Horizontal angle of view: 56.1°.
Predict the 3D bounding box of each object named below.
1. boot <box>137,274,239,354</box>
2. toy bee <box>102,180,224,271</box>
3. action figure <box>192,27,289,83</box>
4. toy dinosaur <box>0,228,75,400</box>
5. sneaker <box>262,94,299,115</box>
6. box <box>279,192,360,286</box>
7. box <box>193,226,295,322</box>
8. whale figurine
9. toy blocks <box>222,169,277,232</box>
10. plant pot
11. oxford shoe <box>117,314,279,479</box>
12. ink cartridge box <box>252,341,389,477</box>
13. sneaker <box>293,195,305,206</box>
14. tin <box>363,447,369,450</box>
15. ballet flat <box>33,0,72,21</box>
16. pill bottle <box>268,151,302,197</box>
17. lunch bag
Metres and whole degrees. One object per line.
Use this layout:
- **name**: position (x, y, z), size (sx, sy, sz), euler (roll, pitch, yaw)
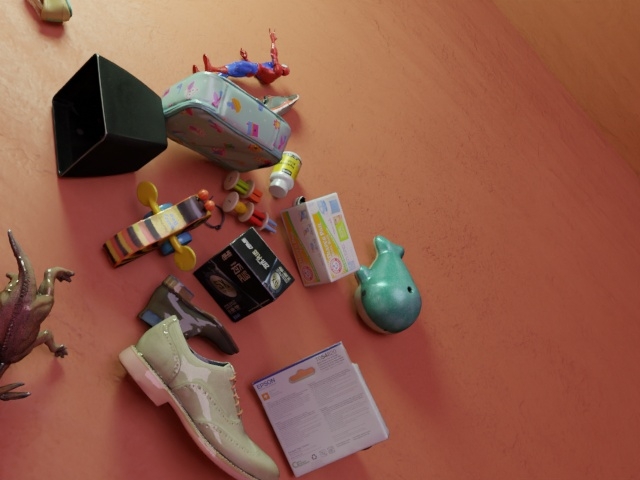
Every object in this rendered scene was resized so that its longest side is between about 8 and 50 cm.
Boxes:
- **boot**: position (-0.271, 0.184, 1.237), size (0.219, 0.082, 0.106), euler (48, 68, -12)
- **toy bee**: position (-0.302, -0.053, 1.253), size (0.195, 0.162, 0.298), euler (43, 49, -12)
- **action figure**: position (-0.201, -0.485, 1.585), size (0.280, 0.091, 0.139), euler (-8, 83, -40)
- **toy dinosaur**: position (-0.496, 0.144, 0.968), size (0.127, 0.296, 0.200), euler (15, 17, -5)
- **sneaker**: position (-0.120, -0.372, 1.621), size (0.065, 0.061, 0.158), euler (49, 47, 0)
- **box**: position (0.000, 0.000, 1.478), size (0.114, 0.103, 0.203), euler (-22, 95, -42)
- **box**: position (-0.166, 0.077, 1.282), size (0.147, 0.180, 0.077), euler (52, 48, -6)
- **whale figurine**: position (0.190, 0.107, 1.576), size (0.216, 0.141, 0.272), euler (27, 54, -26)
- **toy blocks**: position (-0.164, -0.087, 1.450), size (0.148, 0.054, 0.123), euler (33, 40, -39)
- **plant pot**: position (-0.426, -0.236, 1.241), size (0.167, 0.188, 0.188), euler (9, 63, -50)
- **oxford shoe**: position (-0.197, 0.316, 1.143), size (0.146, 0.140, 0.397), euler (-44, 100, -16)
- **ink cartridge box**: position (0.000, 0.354, 1.270), size (0.224, 0.223, 0.045), euler (65, 10, 3)
- **sneaker**: position (-0.050, -0.075, 1.545), size (0.032, 0.037, 0.083), euler (5, 68, -39)
- **tin**: position (0.045, 0.398, 1.344), size (0.189, 0.106, 0.040), euler (45, 42, -13)
- **ballet flat**: position (-0.618, -0.588, 1.321), size (0.073, 0.080, 0.232), euler (-20, 80, -27)
- **pill bottle**: position (-0.093, -0.167, 1.537), size (0.065, 0.065, 0.116), euler (34, 52, -21)
- **lunch bag**: position (-0.220, -0.250, 1.358), size (0.279, 0.224, 0.108), euler (30, 64, -39)
